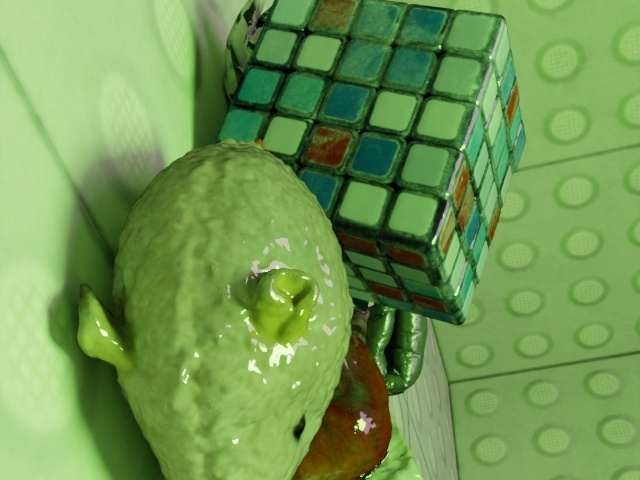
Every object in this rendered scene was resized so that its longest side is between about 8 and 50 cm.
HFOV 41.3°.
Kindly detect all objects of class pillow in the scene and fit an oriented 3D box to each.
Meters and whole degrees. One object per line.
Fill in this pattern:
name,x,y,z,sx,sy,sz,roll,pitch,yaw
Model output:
pillow,0.122,0.076,1.320,0.228,0.101,0.326,52,39,-77

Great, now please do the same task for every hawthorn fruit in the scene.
hawthorn fruit,-0.020,0.182,0.860,0.202,0.185,0.185,92,-6,-60

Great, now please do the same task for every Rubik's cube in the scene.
Rubik's cube,0.067,-0.096,1.037,0.292,0.293,0.286,55,53,-64

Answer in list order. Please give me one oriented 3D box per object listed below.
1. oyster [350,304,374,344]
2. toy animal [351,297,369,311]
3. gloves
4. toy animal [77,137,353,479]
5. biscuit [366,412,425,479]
oyster,0.052,0.179,1.441,0.233,0.107,0.161,-46,133,-55
toy animal,0.036,0.071,1.463,0.208,0.100,0.103,-94,-168,-68
gloves,-0.079,-0.224,1.136,0.127,0.111,0.212,-38,124,-46
toy animal,-0.071,0.043,0.696,0.226,0.188,0.358,72,11,-55
biscuit,0.124,0.457,1.151,0.429,0.104,0.446,-122,-161,-56
